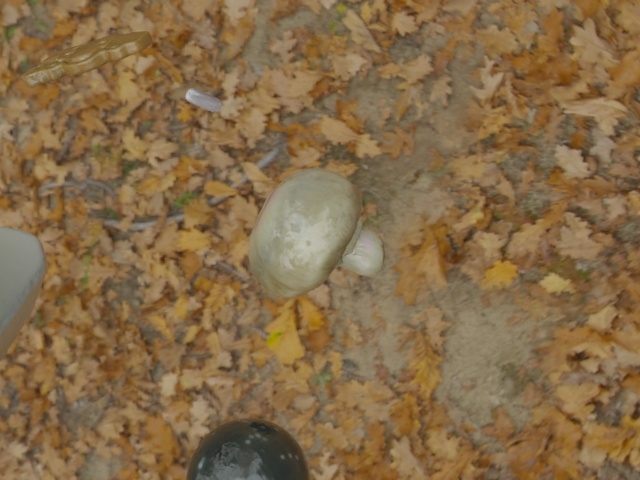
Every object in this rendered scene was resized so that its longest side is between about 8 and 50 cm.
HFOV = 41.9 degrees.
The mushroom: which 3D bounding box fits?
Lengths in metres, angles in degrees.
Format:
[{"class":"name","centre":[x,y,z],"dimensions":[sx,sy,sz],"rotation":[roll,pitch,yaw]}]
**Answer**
[{"class":"mushroom","centre":[0.000,0.000,1.471],"dimensions":[0.234,0.260,0.254],"rotation":[28,120,-10]}]

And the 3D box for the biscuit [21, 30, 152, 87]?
[{"class":"biscuit","centre":[-0.395,-0.314,1.418],"dimensions":[0.236,0.144,0.040],"rotation":[-12,124,23]}]

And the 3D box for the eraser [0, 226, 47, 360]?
[{"class":"eraser","centre":[-0.579,0.085,1.157],"dimensions":[0.331,0.331,0.150],"rotation":[46,131,19]}]

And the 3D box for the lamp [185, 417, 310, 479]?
[{"class":"lamp","centre":[-0.079,0.382,1.272],"dimensions":[0.182,0.314,0.182],"rotation":[-11,59,20]}]

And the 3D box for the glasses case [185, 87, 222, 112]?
[{"class":"glasses case","centre":[-0.257,-0.309,1.840],"dimensions":[0.032,0.083,0.021],"rotation":[-56,27,29]}]
